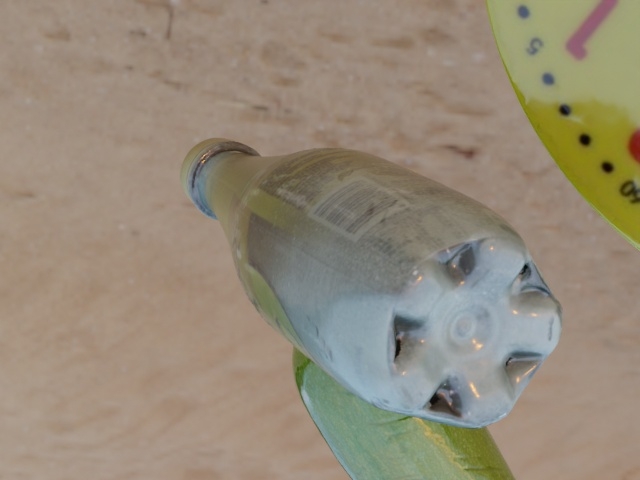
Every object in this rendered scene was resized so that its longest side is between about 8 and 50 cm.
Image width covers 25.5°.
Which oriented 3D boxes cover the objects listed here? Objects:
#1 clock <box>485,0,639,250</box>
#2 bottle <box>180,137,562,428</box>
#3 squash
[{"bbox_3d":[0.177,-0.097,0.436,0.277,0.071,0.293,39,128,13],"label":"clock"},{"bbox_3d":[0.000,0.000,0.582,0.083,0.083,0.269,13,-172,-25],"label":"bottle"},{"bbox_3d":[0.052,0.109,0.624,0.066,0.201,0.066,-30,176,-2],"label":"squash"}]
